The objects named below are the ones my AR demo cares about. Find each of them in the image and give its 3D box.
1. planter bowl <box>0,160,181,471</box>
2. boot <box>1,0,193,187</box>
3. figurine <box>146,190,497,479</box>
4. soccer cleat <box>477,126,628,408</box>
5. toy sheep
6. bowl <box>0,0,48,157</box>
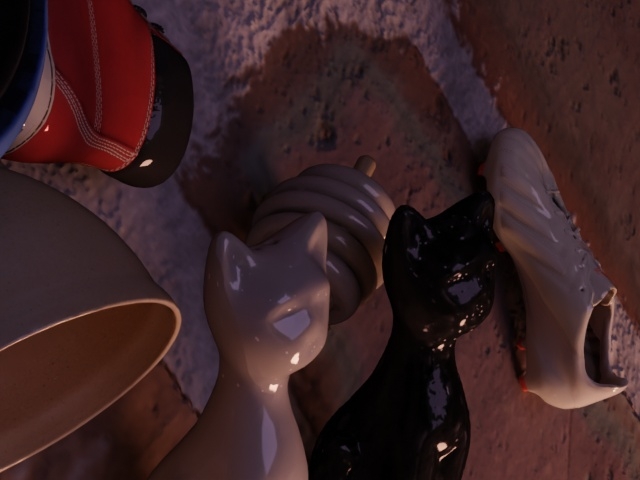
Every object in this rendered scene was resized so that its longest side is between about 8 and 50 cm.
[{"bbox_3d":[-0.155,0.028,0.665,0.162,0.162,0.109,-14,66,-48],"label":"planter bowl"},{"bbox_3d":[-0.136,-0.148,0.775,0.176,0.088,0.244,11,64,-62],"label":"boot"},{"bbox_3d":[0.003,0.078,0.795,0.215,0.092,0.209,-8,117,-47],"label":"figurine"},{"bbox_3d":[0.162,0.016,1.054,0.068,0.076,0.196,-13,91,-48],"label":"soccer cleat"},{"bbox_3d":[0.000,0.000,0.873,0.091,0.091,0.132,46,52,-31],"label":"toy sheep"},{"bbox_3d":[-0.244,-0.156,0.510,0.391,0.077,0.391,43,28,-30],"label":"bowl"}]
